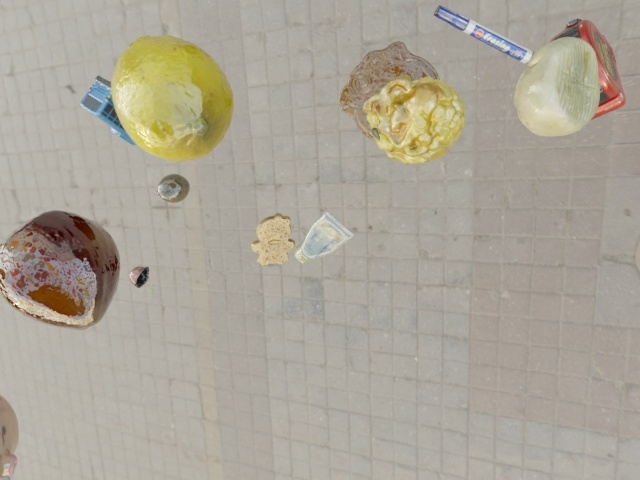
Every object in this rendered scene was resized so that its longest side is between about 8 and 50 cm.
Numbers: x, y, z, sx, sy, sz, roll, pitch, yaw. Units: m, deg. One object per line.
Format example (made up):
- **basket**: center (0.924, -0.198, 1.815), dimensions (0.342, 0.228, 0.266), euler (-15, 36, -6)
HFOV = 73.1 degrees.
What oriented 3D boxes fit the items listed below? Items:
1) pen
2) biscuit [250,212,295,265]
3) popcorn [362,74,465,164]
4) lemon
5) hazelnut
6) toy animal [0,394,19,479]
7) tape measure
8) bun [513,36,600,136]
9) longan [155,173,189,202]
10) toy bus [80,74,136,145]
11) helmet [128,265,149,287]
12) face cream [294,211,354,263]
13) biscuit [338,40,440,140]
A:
- **pen**: center (0.293, -0.367, 0.770), dimensions (0.203, 0.025, 0.025), euler (18, 112, -15)
- **biscuit**: center (-0.174, -0.004, 1.587), dimensions (0.165, 0.036, 0.226), euler (-4, 127, -10)
- **popcorn**: center (0.171, -0.223, 0.794), dimensions (0.179, 0.170, 0.180), euler (28, 140, 27)
- **lemon**: center (-0.320, -0.308, 0.935), dimensions (0.320, 0.245, 0.245), euler (47, 118, 36)
- **hazelnut**: center (-0.433, 0.062, 0.736), dimensions (0.207, 0.208, 0.209), euler (5, 105, 21)
- **toy animal**: center (-0.470, 0.274, 0.499), dimensions (0.212, 0.256, 0.195), euler (19, 98, 13)
- **tape measure**: center (0.734, -0.483, 1.199), dimensions (0.114, 0.260, 0.254), euler (-24, 56, 46)
- **bun**: center (0.477, -0.313, 0.888), dimensions (0.127, 0.178, 0.193), euler (6, 86, 62)
- **longan**: center (-0.500, -0.173, 1.445), dimensions (0.119, 0.106, 0.106), euler (-11, 98, 11)
- **toy bus**: center (-0.500, -0.319, 1.102), dimensions (0.090, 0.184, 0.106), euler (30, 85, 24)
- **helmet**: center (-0.582, 0.107, 1.375), dimensions (0.049, 0.065, 0.084), euler (29, 131, 7)
- **face cream**: center (0.000, 0.000, 1.392), dimensions (0.114, 0.070, 0.224), euler (40, 137, -12)
- **biscuit**: center (0.204, -0.432, 1.275), dimensions (0.257, 0.049, 0.273), euler (41, 115, -14)
